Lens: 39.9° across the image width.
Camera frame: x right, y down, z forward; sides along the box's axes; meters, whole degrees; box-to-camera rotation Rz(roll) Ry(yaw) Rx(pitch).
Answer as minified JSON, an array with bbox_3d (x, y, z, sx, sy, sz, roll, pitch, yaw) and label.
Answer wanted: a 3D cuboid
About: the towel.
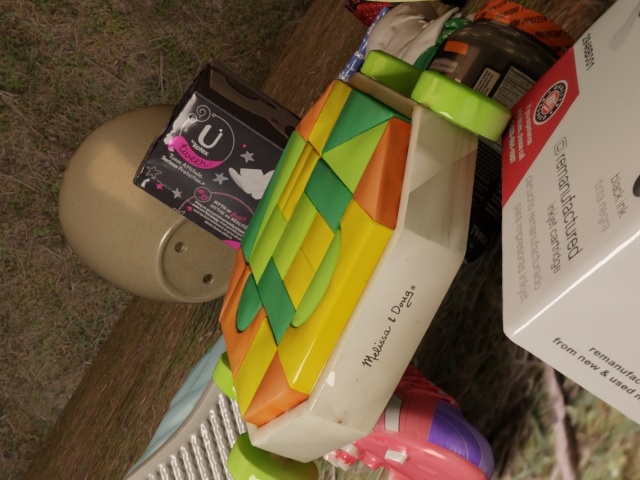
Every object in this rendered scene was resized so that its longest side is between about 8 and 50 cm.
[{"bbox_3d":[0.021,-0.205,1.278,0.336,0.040,0.243,-54,-2,23],"label":"towel"}]

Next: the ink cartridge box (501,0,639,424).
[{"bbox_3d":[0.210,-0.069,0.382,0.273,0.114,0.197,-47,17,34],"label":"ink cartridge box"}]

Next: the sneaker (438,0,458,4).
[{"bbox_3d":[0.199,-0.391,1.144,0.281,0.106,0.162,140,154,-77],"label":"sneaker"}]

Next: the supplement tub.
[{"bbox_3d":[0.120,-0.087,0.706,0.190,0.117,0.117,-58,15,-2],"label":"supplement tub"}]

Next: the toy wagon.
[{"bbox_3d":[0.000,0.000,0.605,0.267,0.068,0.344,-63,19,11],"label":"toy wagon"}]

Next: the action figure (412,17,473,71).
[{"bbox_3d":[0.093,-0.101,0.841,0.137,0.064,0.232,-93,21,-62],"label":"action figure"}]

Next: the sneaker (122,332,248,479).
[{"bbox_3d":[-0.105,0.211,0.840,0.366,0.135,0.150,-52,5,-12],"label":"sneaker"}]

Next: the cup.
[{"bbox_3d":[-0.228,-0.027,1.434,0.331,0.331,0.237,-56,41,6],"label":"cup"}]

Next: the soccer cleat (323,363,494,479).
[{"bbox_3d":[0.049,0.115,0.606,0.095,0.083,0.248,-57,11,-17],"label":"soccer cleat"}]

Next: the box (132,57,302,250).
[{"bbox_3d":[-0.075,-0.085,1.075,0.142,0.247,0.163,-50,16,21],"label":"box"}]

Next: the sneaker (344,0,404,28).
[{"bbox_3d":[0.111,-0.415,1.444,0.125,0.104,0.262,-54,15,7],"label":"sneaker"}]

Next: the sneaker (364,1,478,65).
[{"bbox_3d":[0.132,-0.210,0.996,0.169,0.108,0.292,-26,28,38],"label":"sneaker"}]
